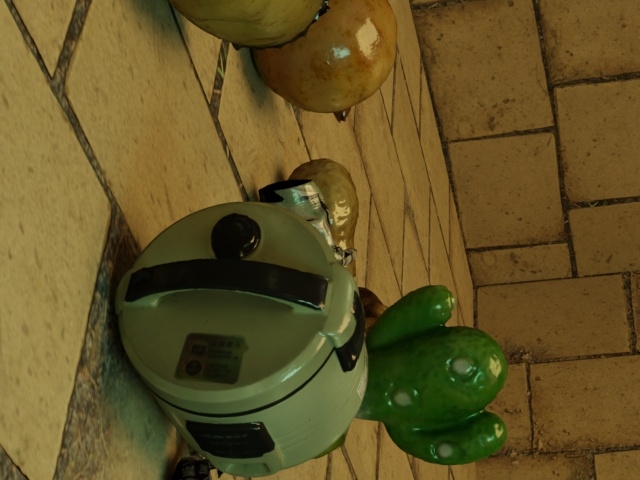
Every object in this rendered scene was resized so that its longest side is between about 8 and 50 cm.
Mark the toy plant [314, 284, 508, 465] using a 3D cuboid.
[{"bbox_3d":[0.077,0.172,1.651,0.184,0.315,0.224,-7,92,-77],"label":"toy plant"}]

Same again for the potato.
[{"bbox_3d":[-0.092,-0.340,1.392,0.242,0.242,0.285,-42,143,-75],"label":"potato"}]

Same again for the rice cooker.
[{"bbox_3d":[-0.067,0.093,1.244,0.244,0.226,0.226,74,15,-54],"label":"rice cooker"}]

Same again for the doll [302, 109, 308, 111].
[{"bbox_3d":[-0.026,-0.269,2.000,0.098,0.057,0.143,17,65,-55],"label":"doll"}]

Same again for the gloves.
[{"bbox_3d":[-0.023,0.026,1.746,0.111,0.127,0.212,-39,119,-65],"label":"gloves"}]

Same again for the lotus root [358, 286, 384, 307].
[{"bbox_3d":[0.049,0.145,1.977,0.260,0.128,0.145,-65,137,-70],"label":"lotus root"}]

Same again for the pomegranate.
[{"bbox_3d":[0.006,-0.276,1.804,0.207,0.207,0.207,-6,90,-78],"label":"pomegranate"}]

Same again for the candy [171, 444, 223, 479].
[{"bbox_3d":[-0.129,0.266,1.292,0.226,0.051,0.094,-79,169,-49],"label":"candy"}]

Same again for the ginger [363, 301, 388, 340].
[{"bbox_3d":[0.052,0.132,1.814,0.165,0.096,0.067,-58,123,-79],"label":"ginger"}]

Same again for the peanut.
[{"bbox_3d":[0.000,0.000,1.867,0.110,0.120,0.236,6,78,-33],"label":"peanut"}]
